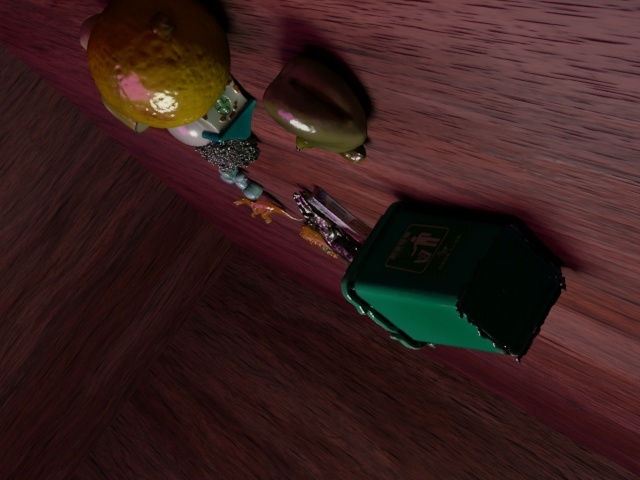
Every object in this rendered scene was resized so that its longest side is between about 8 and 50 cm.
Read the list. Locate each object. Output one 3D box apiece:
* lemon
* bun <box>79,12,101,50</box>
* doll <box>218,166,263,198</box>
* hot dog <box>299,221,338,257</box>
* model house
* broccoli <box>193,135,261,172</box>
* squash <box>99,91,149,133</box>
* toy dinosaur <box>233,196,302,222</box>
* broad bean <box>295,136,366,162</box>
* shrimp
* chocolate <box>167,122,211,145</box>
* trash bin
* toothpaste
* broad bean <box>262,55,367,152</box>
[{"bbox_3d":[-0.283,-0.321,1.154,0.267,0.267,0.267,34,170,7],"label":"lemon"},{"bbox_3d":[-0.418,-0.434,1.450,0.222,0.127,0.222,29,-166,-8],"label":"bun"},{"bbox_3d":[-0.269,-0.199,2.192,0.159,0.059,0.159,34,169,6],"label":"doll"},{"bbox_3d":[0.000,0.000,2.248,0.188,0.055,0.072,31,170,20],"label":"hot dog"},{"bbox_3d":[-0.216,-0.282,1.444,0.100,0.127,0.149,23,161,52],"label":"model house"},{"bbox_3d":[-0.246,-0.256,1.724,0.160,0.167,0.154,-41,-70,-73],"label":"broccoli"},{"bbox_3d":[-0.623,-0.439,2.073,0.187,0.123,0.123,35,170,-2],"label":"squash"},{"bbox_3d":[-0.177,-0.116,2.248,0.212,0.057,0.142,-3,153,22],"label":"toy dinosaur"},{"bbox_3d":[0.014,-0.195,1.319,0.052,0.052,0.256,-4,-166,-32],"label":"broad bean"},{"bbox_3d":[0.075,0.028,1.858,0.445,0.085,0.272,48,-175,-9],"label":"shrimp"},{"bbox_3d":[-0.308,-0.308,1.574,0.221,0.147,0.221,37,174,4],"label":"chocolate"},{"bbox_3d":[0.261,0.095,1.291,0.295,0.259,0.381,40,166,-23],"label":"trash bin"},{"bbox_3d":[0.053,-0.072,1.788,0.196,0.047,0.040,39,155,-17],"label":"toothpaste"},{"bbox_3d":[-0.003,-0.224,1.119,0.189,0.121,0.263,29,-176,8],"label":"broad bean"}]
